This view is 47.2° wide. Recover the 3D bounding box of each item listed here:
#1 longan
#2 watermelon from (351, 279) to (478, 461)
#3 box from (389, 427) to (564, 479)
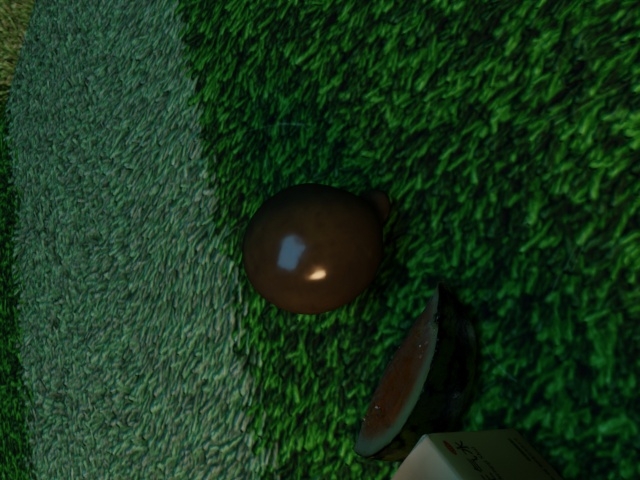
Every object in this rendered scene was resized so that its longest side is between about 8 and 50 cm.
[{"bbox_3d":[0.000,0.000,0.915,0.204,0.159,0.185,-33,32,-7],"label":"longan"},{"bbox_3d":[0.109,0.170,0.844,0.245,0.063,0.119,-67,28,18],"label":"watermelon"},{"bbox_3d":[0.180,0.281,0.668,0.212,0.168,0.095,48,116,38],"label":"box"}]
